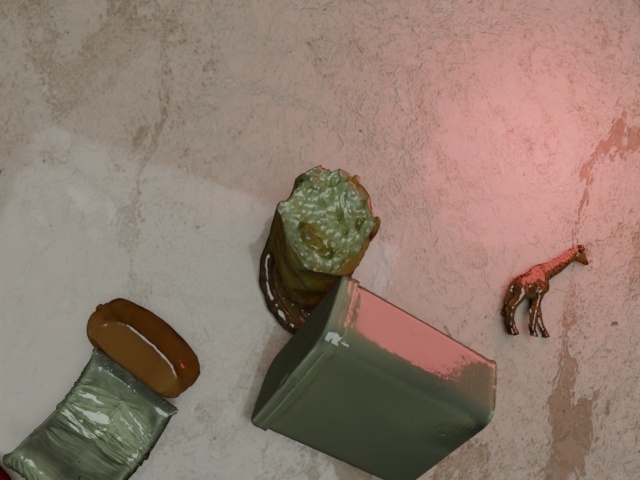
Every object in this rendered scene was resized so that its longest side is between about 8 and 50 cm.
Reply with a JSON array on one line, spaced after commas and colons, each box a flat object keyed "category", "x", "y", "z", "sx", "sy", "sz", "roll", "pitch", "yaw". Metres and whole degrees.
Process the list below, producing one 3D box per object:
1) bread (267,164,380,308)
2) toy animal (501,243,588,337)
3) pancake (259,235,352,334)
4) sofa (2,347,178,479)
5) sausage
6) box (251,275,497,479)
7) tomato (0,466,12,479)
[{"category": "bread", "x": 0.004, "y": -0.005, "z": 1.459, "sx": 0.195, "sy": 0.252, "sz": 0.239, "roll": -18, "pitch": 80, "yaw": -11}, {"category": "toy animal", "x": 0.502, "y": 0.105, "z": 1.674, "sx": 0.149, "sy": 0.054, "sz": 0.276, "roll": 33, "pitch": 75, "yaw": -8}, {"category": "pancake", "x": 0.006, "y": 0.072, "z": 1.584, "sx": 0.286, "sy": 0.033, "sz": 0.288, "roll": 37, "pitch": 75, "yaw": -3}, {"category": "sofa", "x": -0.409, "y": 0.357, "z": 1.335, "sx": 0.210, "sy": 0.176, "sz": 0.225, "roll": 37, "pitch": 38, "yaw": 4}, {"category": "sausage", "x": -0.342, "y": 0.206, "z": 1.438, "sx": 0.241, "sy": 0.136, "sz": 0.120, "roll": 41, "pitch": 98, "yaw": -6}, {"category": "box", "x": 0.098, "y": 0.281, "z": 1.406, "sx": 0.343, "sy": 0.352, "sz": 0.177, "roll": 27, "pitch": 42, "yaw": -9}, {"category": "tomato", "x": -0.669, "y": 0.473, "z": 1.300, "sx": 0.232, "sy": 0.140, "sz": 0.201, "roll": -22, "pitch": 64, "yaw": -11}]
